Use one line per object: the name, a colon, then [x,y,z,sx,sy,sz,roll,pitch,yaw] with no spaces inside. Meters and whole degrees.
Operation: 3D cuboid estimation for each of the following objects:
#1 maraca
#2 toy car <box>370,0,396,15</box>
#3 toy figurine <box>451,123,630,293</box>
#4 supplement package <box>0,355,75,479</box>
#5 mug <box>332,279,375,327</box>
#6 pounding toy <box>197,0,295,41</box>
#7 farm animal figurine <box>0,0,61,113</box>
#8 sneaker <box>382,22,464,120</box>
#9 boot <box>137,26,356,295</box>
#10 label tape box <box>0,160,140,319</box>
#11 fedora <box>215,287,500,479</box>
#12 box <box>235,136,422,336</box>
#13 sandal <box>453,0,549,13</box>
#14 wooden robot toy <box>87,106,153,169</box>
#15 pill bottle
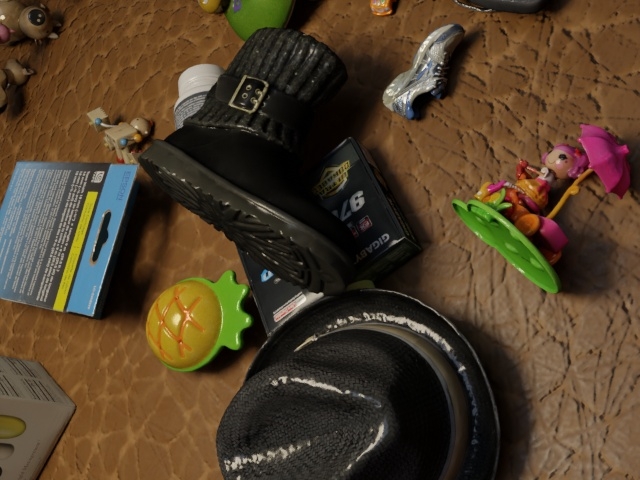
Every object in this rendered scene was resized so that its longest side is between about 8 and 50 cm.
maraca: [-0.163,0.109,1.000,0.185,0.099,0.127,-20,72,32]
toy car: [0.062,-0.361,1.048,0.122,0.040,0.060,35,95,38]
toy figurine: [0.245,-0.053,0.782,0.159,0.130,0.173,-43,28,-1]
supplement package: [-0.533,0.288,1.138,0.149,0.203,0.194,30,93,39]
mug: [0.048,0.094,0.891,0.062,0.078,0.064,-19,64,-21]
pounding toy: [-0.139,-0.402,1.123,0.237,0.110,0.183,45,128,43]
farm animal figurine: [-0.634,-0.427,1.508,0.326,0.172,0.330,37,105,51]
sneaker: [0.142,-0.208,0.936,0.058,0.052,0.135,48,111,27]
boot: [-0.035,-0.115,0.910,0.348,0.131,0.260,34,72,27]
label tape box: [-0.398,0.000,1.207,0.333,0.106,0.241,6,77,37]
fedora: [0.010,0.204,0.778,0.333,0.152,0.334,-2,85,33]
box: [0.000,0.000,0.954,0.220,0.051,0.175,-37,54,19]
sandal: [0.189,-0.337,0.942,0.254,0.054,0.097,33,78,39]
wooden robot toy: [-0.321,-0.178,1.259,0.079,0.076,0.173,-34,48,-22]
pill bottle: [-0.160,-0.166,1.094,0.107,0.108,0.180,-26,60,26]
